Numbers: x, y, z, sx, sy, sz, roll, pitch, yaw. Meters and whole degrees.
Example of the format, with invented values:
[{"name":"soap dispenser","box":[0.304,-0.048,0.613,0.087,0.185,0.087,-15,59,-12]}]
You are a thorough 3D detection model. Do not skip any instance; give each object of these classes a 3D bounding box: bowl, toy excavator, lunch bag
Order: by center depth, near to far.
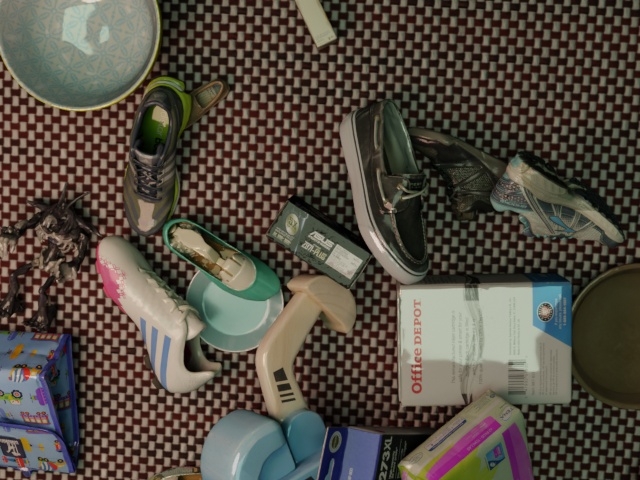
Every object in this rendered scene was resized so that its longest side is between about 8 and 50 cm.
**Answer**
[{"name":"bowl","box":[-0.409,-0.374,1.584,0.289,0.156,0.289,0,97,3]},{"name":"toy excavator","box":[-0.073,0.331,1.593,0.433,0.222,0.445,-26,104,-26]},{"name":"lunch bag","box":[-0.579,0.325,1.686,0.221,0.138,0.293,2,119,6]}]

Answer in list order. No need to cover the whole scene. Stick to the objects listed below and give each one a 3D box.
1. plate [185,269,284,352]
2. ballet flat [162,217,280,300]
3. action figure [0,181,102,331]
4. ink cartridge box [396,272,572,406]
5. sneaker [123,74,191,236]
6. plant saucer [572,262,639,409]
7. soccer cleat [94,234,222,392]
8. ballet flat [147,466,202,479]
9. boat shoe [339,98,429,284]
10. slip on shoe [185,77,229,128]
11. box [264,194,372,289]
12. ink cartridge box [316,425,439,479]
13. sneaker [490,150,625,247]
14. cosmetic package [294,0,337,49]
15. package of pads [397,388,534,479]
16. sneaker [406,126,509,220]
[{"name":"plate","box":[-0.162,0.119,1.697,0.188,0.024,0.188,0,97,3]},{"name":"ballet flat","box":[-0.189,0.037,1.632,0.247,0.087,0.083,31,87,5]},{"name":"action figure","box":[-0.511,0.030,1.645,0.164,0.141,0.275,22,100,1]},{"name":"ink cartridge box","box":[0.293,0.178,1.632,0.307,0.129,0.223,-1,98,2]},{"name":"sneaker","box":[-0.311,-0.144,1.612,0.111,0.121,0.300,11,110,3]},{"name":"plant saucer","box":[0.587,0.177,1.662,0.278,0.041,0.278,0,96,-1]},{"name":"soccer cleat","box":[-0.290,0.127,1.650,0.143,0.116,0.331,-19,103,27]},{"name":"ballet flat","box":[-0.244,0.476,1.713,0.221,0.079,0.077,-9,96,4]},{"name":"boat shoe","box":[0.128,-0.092,1.565,0.119,0.121,0.335,-29,76,43]},{"name":"slip on shoe","box":[-0.228,-0.253,1.648,0.135,0.041,0.051,-32,94,5]},{"name":"box","box":[0.000,0.000,1.615,0.180,0.147,0.077,33,97,-1]},{"name":"ink cartridge box","box":[0.114,0.416,1.551,0.069,0.371,0.175,7,84,36]},{"name":"sneaker","box":[0.425,-0.053,1.609,0.283,0.110,0.122,29,119,-21]},{"name":"cosmetic package","box":[-0.012,-0.407,1.614,0.041,0.060,0.115,-25,96,4]},{"name":"package of pads","box":[0.267,0.442,1.575,0.229,0.101,0.296,-35,129,-20]},{"name":"sneaker","box":[0.241,-0.118,1.623,0.227,0.087,0.130,27,90,-6]}]
